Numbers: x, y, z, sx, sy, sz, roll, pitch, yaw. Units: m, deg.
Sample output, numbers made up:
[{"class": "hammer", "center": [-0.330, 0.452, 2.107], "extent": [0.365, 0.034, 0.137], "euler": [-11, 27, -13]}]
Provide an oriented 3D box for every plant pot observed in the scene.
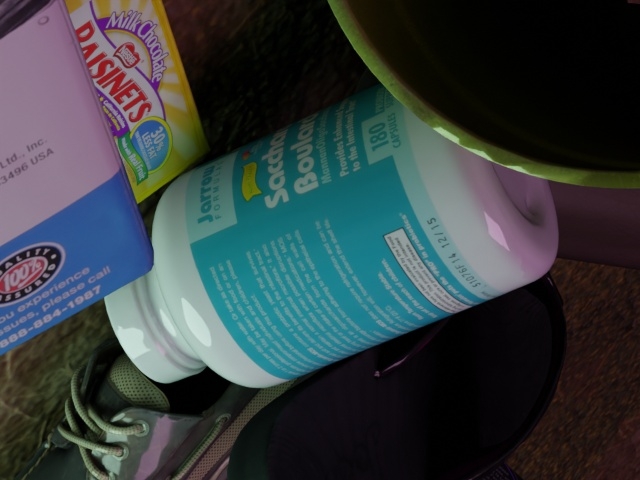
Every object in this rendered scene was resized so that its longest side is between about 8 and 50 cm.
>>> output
[{"class": "plant pot", "center": [0.223, -0.203, 1.099], "extent": [0.366, 0.366, 0.353], "euler": [-51, 161, 13]}]

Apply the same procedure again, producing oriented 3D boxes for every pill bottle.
[{"class": "pill bottle", "center": [0.000, 0.000, 1.155], "extent": [0.264, 0.146, 0.146], "euler": [-24, 156, 21]}]

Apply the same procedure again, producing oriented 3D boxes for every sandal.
[{"class": "sandal", "center": [0.094, 0.098, 1.285], "extent": [0.107, 0.167, 0.446], "euler": [-22, -166, 34]}]

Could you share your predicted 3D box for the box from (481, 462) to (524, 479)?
[{"class": "box", "center": [0.001, 0.237, 1.413], "extent": [0.270, 0.165, 0.143], "euler": [-46, -178, 38]}]

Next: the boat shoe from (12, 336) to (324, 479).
[{"class": "boat shoe", "center": [-0.125, 0.123, 1.288], "extent": [0.355, 0.132, 0.130], "euler": [-44, 141, -17]}]

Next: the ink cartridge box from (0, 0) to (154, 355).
[{"class": "ink cartridge box", "center": [-0.261, -0.078, 0.791], "extent": [0.285, 0.166, 0.395], "euler": [-29, 148, -11]}]

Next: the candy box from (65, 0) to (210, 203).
[{"class": "candy box", "center": [-0.128, -0.087, 1.095], "extent": [0.105, 0.027, 0.206], "euler": [-39, 150, -15]}]

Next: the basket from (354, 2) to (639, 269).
[{"class": "basket", "center": [0.144, -0.071, 1.309], "extent": [0.227, 0.204, 0.154], "euler": [-2, 159, -37]}]
